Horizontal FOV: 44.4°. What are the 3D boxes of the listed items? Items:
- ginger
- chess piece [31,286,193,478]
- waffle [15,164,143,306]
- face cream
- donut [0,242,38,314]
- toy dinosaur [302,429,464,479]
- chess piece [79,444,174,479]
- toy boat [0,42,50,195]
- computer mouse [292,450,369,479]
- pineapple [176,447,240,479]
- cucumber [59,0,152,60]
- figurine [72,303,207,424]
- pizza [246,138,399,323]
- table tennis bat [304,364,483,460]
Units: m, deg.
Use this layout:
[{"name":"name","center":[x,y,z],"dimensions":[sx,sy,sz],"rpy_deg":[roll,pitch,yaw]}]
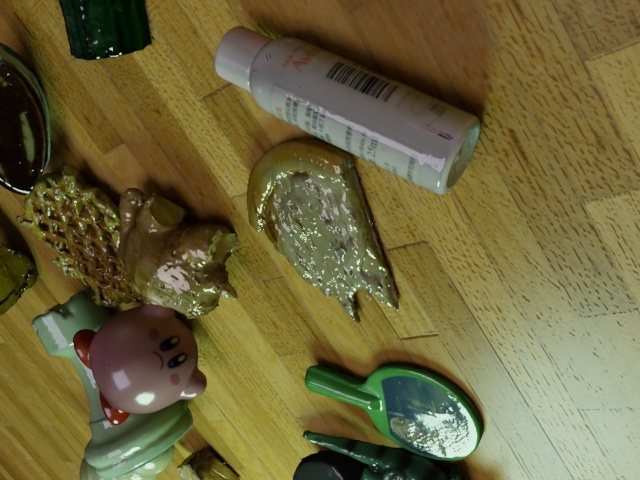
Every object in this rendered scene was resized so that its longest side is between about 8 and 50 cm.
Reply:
[{"name":"ginger","center":[-0.192,0.025,1.062],"dimensions":[0.216,0.102,0.157],"rpy_deg":[29,116,21]},{"name":"chess piece","center":[-0.371,0.236,1.355],"dimensions":[0.195,0.194,0.299],"rpy_deg":[-20,102,48]},{"name":"waffle","center":[-0.353,0.000,1.214],"dimensions":[0.254,0.052,0.245],"rpy_deg":[48,139,-8]},{"name":"face cream","center":[0.017,-0.134,0.753],"dimensions":[0.269,0.082,0.082],"rpy_deg":[28,139,17]},{"name":"donut","center":[-0.656,0.046,1.403],"dimensions":[0.272,0.107,0.272],"rpy_deg":[14,149,9]},{"name":"toy dinosaur","center":[0.117,0.342,1.107],"dimensions":[0.292,0.079,0.120],"rpy_deg":[15,128,27]},{"name":"chess piece","center":[-0.380,0.440,1.579],"dimensions":[0.144,0.144,0.251],"rpy_deg":[45,137,-2]},{"name":"toy boat","center":[-0.440,-0.174,1.093],"dimensions":[0.115,0.114,0.262],"rpy_deg":[53,149,44]},{"name":"computer mouse","center":[0.077,0.422,1.203],"dimensions":[0.269,0.086,0.137],"rpy_deg":[47,133,8]},{"name":"pineapple","center":[-0.225,0.442,1.493],"dimensions":[0.137,0.069,0.116],"rpy_deg":[15,134,32]},{"name":"cucumber","center":[-0.256,-0.309,0.845],"dimensions":[0.115,0.063,0.243],"rpy_deg":[21,135,24]},{"name":"figurine","center":[-0.274,0.186,1.227],"dimensions":[0.173,0.173,0.173],"rpy_deg":[23,137,23]},{"name":"pizza","center":[0.000,0.000,0.926],"dimensions":[0.181,0.034,0.262],"rpy_deg":[-4,123,41]},{"name":"table tennis bat","center":[0.092,0.217,1.047],"dimensions":[0.257,0.039,0.160],"rpy_deg":[14,131,28]}]
